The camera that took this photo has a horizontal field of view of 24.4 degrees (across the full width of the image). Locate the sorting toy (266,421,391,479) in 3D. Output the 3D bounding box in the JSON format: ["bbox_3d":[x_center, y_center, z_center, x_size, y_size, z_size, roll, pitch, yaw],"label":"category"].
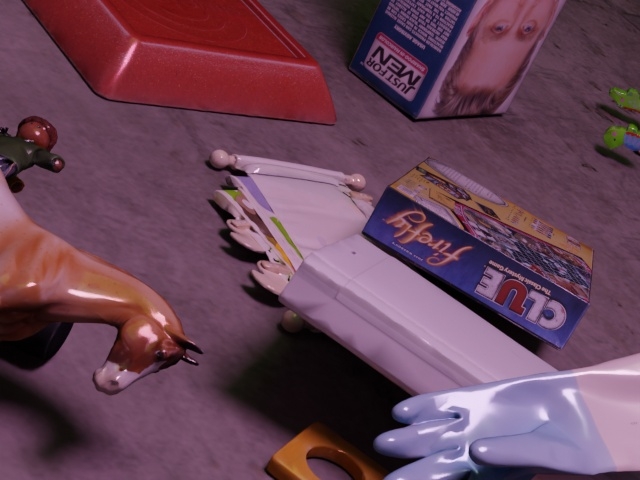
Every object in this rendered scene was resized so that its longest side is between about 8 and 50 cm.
[{"bbox_3d":[0.129,0.198,0.836,0.347,0.047,0.196,29,26,4],"label":"sorting toy"}]

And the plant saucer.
[{"bbox_3d":[-0.135,-0.202,1.325,0.258,0.048,0.259,3,34,-41],"label":"plant saucer"}]

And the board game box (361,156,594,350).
[{"bbox_3d":[0.130,0.002,1.144,0.165,0.042,0.243,30,13,6],"label":"board game box"}]

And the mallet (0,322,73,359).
[{"bbox_3d":[-0.205,0.064,0.786,0.062,0.039,0.189,32,30,13],"label":"mallet"}]

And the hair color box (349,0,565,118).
[{"bbox_3d":[0.181,-0.291,1.441,0.105,0.347,0.174,41,29,28],"label":"hair color box"}]

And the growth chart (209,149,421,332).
[{"bbox_3d":[0.000,0.000,1.109,0.172,0.021,0.237,11,30,-29],"label":"growth chart"}]

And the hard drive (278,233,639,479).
[{"bbox_3d":[0.125,0.103,0.936,0.307,0.040,0.203,34,9,6],"label":"hard drive"}]

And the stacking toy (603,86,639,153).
[{"bbox_3d":[0.413,-0.090,1.643,0.221,0.052,0.167,27,24,3],"label":"stacking toy"}]

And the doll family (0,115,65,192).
[{"bbox_3d":[-0.253,-0.067,0.934,0.193,0.076,0.111,29,30,10],"label":"doll family"}]

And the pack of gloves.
[{"bbox_3d":[0.152,0.150,0.786,0.232,0.046,0.195,-9,62,-20],"label":"pack of gloves"}]

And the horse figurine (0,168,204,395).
[{"bbox_3d":[-0.207,0.007,0.788,0.174,0.066,0.263,-25,47,-33],"label":"horse figurine"}]
